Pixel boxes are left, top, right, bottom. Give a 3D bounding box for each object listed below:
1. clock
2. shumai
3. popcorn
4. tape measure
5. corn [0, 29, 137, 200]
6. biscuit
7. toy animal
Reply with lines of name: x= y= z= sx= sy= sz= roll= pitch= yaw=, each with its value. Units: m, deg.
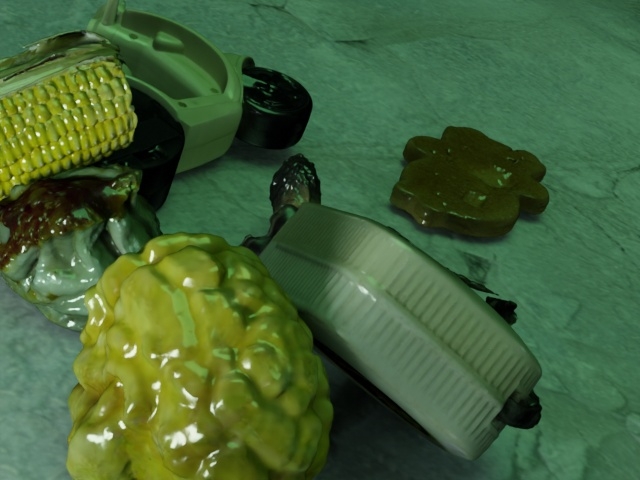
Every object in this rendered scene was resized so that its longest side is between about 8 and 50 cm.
clock: x=-0.205 y=-0.153 z=1.491 sx=0.276 sy=0.120 sz=0.379 roll=35 pitch=34 yaw=18
shumai: x=-0.206 y=-0.017 z=1.230 sx=0.184 sy=0.142 sz=0.184 roll=12 pitch=34 yaw=-8
popcorn: x=-0.099 y=0.114 z=1.027 sx=0.203 sy=0.226 sz=0.200 roll=-23 pitch=19 yaw=-7
tape measure: x=0.068 y=0.070 z=1.171 sx=0.231 sy=0.133 sz=0.271 roll=41 pitch=-9 yaw=-19
corn: x=-0.305 y=-0.091 z=1.238 sx=0.305 sy=0.122 sz=0.123 roll=-22 pitch=86 yaw=-18
biscuit: x=0.175 y=-0.065 z=1.623 sx=0.184 sy=0.035 sz=0.249 roll=23 pitch=30 yaw=11
toy animal: x=-0.005 y=0.014 z=1.366 sx=0.069 sy=0.086 sz=0.219 roll=-8 pitch=56 yaw=-33
